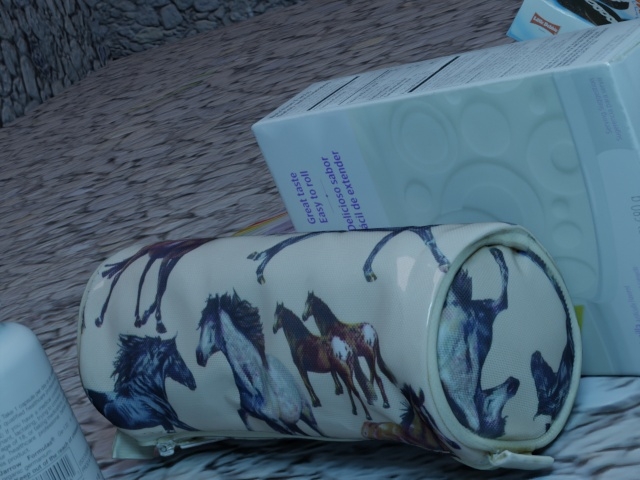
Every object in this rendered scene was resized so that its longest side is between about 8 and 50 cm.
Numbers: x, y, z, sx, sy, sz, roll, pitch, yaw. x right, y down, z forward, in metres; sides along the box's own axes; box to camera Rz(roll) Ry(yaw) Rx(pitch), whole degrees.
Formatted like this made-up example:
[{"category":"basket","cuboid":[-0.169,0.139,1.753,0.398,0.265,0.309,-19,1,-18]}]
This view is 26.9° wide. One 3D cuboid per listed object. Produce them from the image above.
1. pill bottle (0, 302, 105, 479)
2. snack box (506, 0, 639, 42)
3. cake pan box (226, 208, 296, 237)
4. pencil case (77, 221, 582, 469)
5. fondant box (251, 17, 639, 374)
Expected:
[{"category":"pill bottle","cuboid":[-0.265,0.134,1.038,0.131,0.229,0.131,-19,17,6]},{"category":"snack box","cuboid":[0.337,-0.246,1.532,0.060,0.187,0.322,-63,-7,27]},{"category":"cake pan box","cuboid":[0.000,0.000,1.302,0.267,0.070,0.246,-17,10,42]},{"category":"pencil case","cuboid":[-0.006,0.083,1.006,0.410,0.183,0.160,-4,-1,43]},{"category":"fondant box","cuboid":[0.131,-0.019,1.010,0.330,0.238,0.096,-5,26,44]}]
